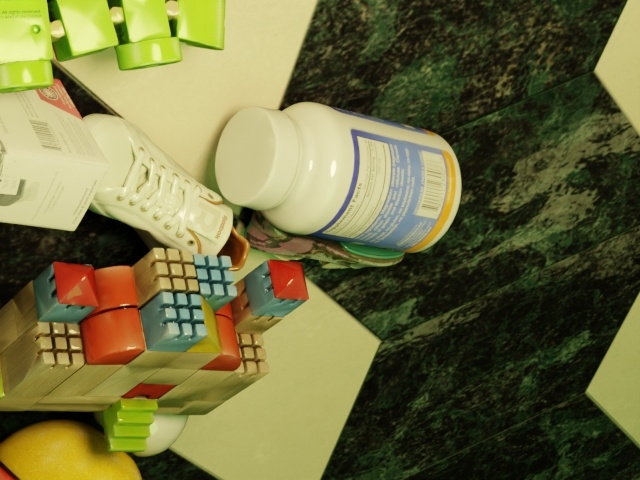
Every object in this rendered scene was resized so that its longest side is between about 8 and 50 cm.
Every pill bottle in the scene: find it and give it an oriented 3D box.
[{"bbox_3d":[0.018,-0.075,1.895,0.272,0.152,0.152,10,122,-39],"label":"pill bottle"}]

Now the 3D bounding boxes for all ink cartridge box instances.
[{"bbox_3d":[-0.342,-0.099,1.620,0.218,0.158,0.092,9,123,-39],"label":"ink cartridge box"}]

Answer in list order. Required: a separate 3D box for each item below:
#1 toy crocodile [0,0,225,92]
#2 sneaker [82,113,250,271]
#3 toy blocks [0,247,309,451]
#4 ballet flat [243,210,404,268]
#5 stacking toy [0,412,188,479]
[{"bbox_3d":[-0.247,-0.212,1.629,0.341,0.105,0.115,-11,93,-24],"label":"toy crocodile"},{"bbox_3d":[-0.164,-0.049,1.800,0.290,0.123,0.106,44,63,-55],"label":"sneaker"},{"bbox_3d":[-0.189,0.100,1.817,0.381,0.190,0.261,5,152,-36],"label":"toy blocks"},{"bbox_3d":[0.000,0.000,2.026,0.222,0.077,0.079,11,140,-35],"label":"ballet flat"},{"bbox_3d":[-0.330,0.339,2.005,0.480,0.351,0.350,-49,141,-12],"label":"stacking toy"}]
